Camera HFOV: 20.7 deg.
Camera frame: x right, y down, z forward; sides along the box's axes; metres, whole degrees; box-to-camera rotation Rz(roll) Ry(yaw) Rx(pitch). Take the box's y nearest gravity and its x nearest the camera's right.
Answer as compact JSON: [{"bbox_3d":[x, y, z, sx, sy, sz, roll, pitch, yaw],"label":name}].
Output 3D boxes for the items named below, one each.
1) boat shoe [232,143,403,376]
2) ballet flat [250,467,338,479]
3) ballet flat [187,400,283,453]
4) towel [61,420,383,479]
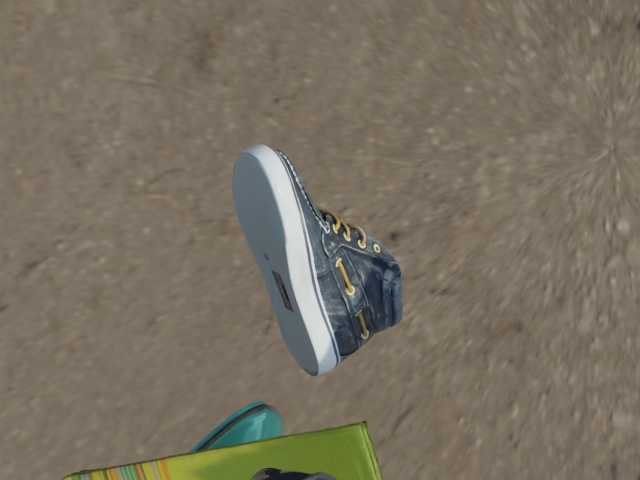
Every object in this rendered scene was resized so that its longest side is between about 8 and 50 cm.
[{"bbox_3d":[0.000,0.000,1.199,0.083,0.065,0.183,-31,126,-23],"label":"boat shoe"},{"bbox_3d":[-0.028,0.163,0.868,0.074,0.203,0.074,4,105,14],"label":"ballet flat"},{"bbox_3d":[-0.095,0.223,1.351,0.247,0.083,0.087,-44,64,31],"label":"ballet flat"},{"bbox_3d":[-0.063,0.191,1.223,0.237,0.021,0.102,-13,103,22],"label":"towel"}]
